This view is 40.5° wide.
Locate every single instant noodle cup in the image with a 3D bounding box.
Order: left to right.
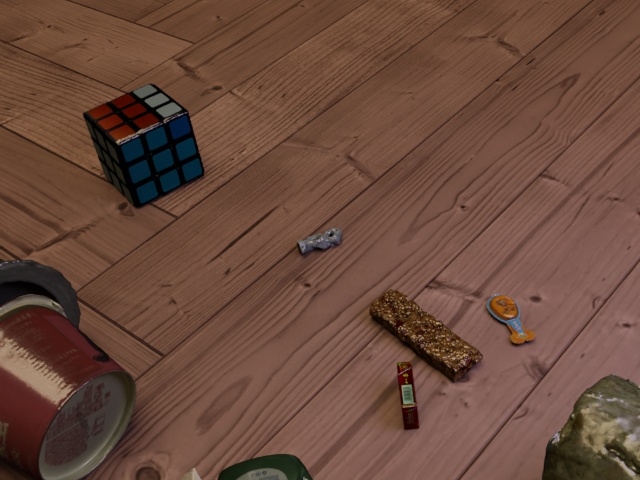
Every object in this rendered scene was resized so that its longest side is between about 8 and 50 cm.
[{"bbox_3d":[-0.383,0.217,1.206,0.179,0.234,0.235,27,52,25],"label":"instant noodle cup"}]

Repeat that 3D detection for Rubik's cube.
[{"bbox_3d":[-0.347,-0.190,1.709,0.161,0.162,0.163,-30,43,-21],"label":"Rubik's cube"}]

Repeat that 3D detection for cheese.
[{"bbox_3d":[0.292,0.119,1.333,0.047,0.017,0.111,-18,41,-6],"label":"cheese"}]

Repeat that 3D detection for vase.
[{"bbox_3d":[-0.557,0.098,1.372,0.245,0.245,0.291,-37,43,-29],"label":"vase"}]

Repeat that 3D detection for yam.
[{"bbox_3d":[0.416,0.300,0.967,0.195,0.195,0.300,-35,45,-27],"label":"yam"}]

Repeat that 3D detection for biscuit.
[{"bbox_3d":[0.156,0.141,1.319,0.064,0.034,0.199,-33,45,-24],"label":"biscuit"}]

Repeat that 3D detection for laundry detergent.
[{"bbox_3d":[-0.056,0.368,1.076,0.137,0.063,0.211,-12,40,-8],"label":"laundry detergent"}]

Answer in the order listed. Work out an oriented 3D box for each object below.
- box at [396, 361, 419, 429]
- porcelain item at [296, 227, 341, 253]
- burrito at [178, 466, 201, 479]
[{"bbox_3d":[0.123,0.218,1.223,0.023,0.051,0.082,-6,41,3],"label":"box"},{"bbox_3d":[0.000,0.000,1.520,0.083,0.028,0.036,-21,39,-15],"label":"porcelain item"},{"bbox_3d":[-0.119,0.439,0.981,0.076,0.117,0.392,17,27,-38],"label":"burrito"}]
